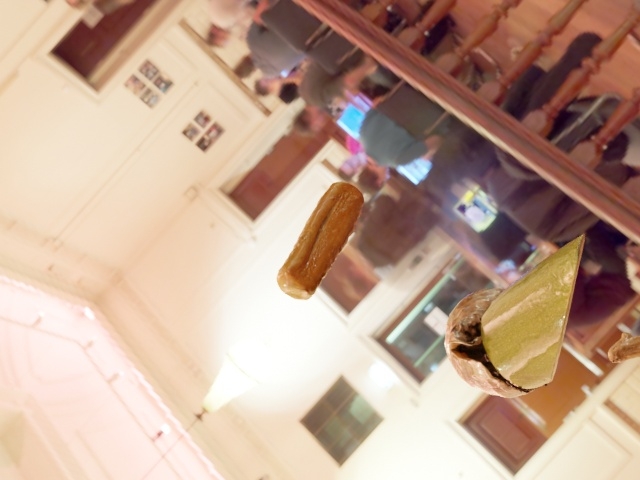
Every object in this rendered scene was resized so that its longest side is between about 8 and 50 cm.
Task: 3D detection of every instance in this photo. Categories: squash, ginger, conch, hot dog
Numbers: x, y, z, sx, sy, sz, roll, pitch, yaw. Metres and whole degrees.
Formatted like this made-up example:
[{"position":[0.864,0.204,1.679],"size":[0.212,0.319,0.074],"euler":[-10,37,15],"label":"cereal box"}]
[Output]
[{"position":[0.411,0.128,1.343],"size":[0.189,0.260,0.189],"euler":[18,-129,-24],"label":"squash"},{"position":[0.866,0.251,1.899],"size":[0.081,0.334,0.147],"euler":[23,-118,-67],"label":"ginger"},{"position":[0.316,0.206,1.527],"size":[0.291,0.159,0.210],"euler":[-14,-102,-46],"label":"conch"},{"position":[0.000,-0.003,1.328],"size":[0.088,0.061,0.286],"euler":[40,-138,-3],"label":"hot dog"}]
